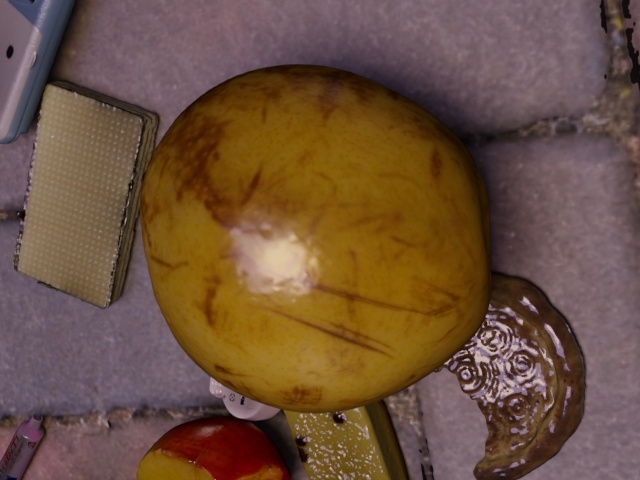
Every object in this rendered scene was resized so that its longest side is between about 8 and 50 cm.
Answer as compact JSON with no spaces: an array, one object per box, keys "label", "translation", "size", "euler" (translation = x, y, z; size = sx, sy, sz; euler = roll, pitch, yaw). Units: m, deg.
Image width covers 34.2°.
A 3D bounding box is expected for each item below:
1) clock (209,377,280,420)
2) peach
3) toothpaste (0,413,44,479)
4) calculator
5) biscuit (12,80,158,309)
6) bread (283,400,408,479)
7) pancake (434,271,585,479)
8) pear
[{"label":"clock","translation":[-0.062,0.100,0.965],"size":[0.087,0.041,0.129],"euler":[9,87,45]},{"label":"peach","translation":[-0.098,0.219,0.972],"size":[0.151,0.151,0.118],"euler":[27,82,16]},{"label":"toothpaste","translation":[-0.338,0.251,1.136],"size":[0.045,0.028,0.170],"euler":[41,118,17]},{"label":"calculator","translation":[-0.295,-0.194,0.995],"size":[0.121,0.039,0.210],"euler":[41,115,32]},{"label":"biscuit","translation":[-0.231,-0.044,1.016],"size":[0.121,0.040,0.199],"euler":[20,107,15]},{"label":"bread","translation":[0.040,0.238,0.957],"size":[0.088,0.049,0.226],"euler":[-17,95,25]},{"label":"pancake","translation":[0.137,0.113,0.904],"size":[0.190,0.020,0.184],"euler":[31,113,15]},{"label":"pear","translation":[0.000,0.000,0.810],"size":[0.281,0.281,0.280],"euler":[5,104,22]}]
